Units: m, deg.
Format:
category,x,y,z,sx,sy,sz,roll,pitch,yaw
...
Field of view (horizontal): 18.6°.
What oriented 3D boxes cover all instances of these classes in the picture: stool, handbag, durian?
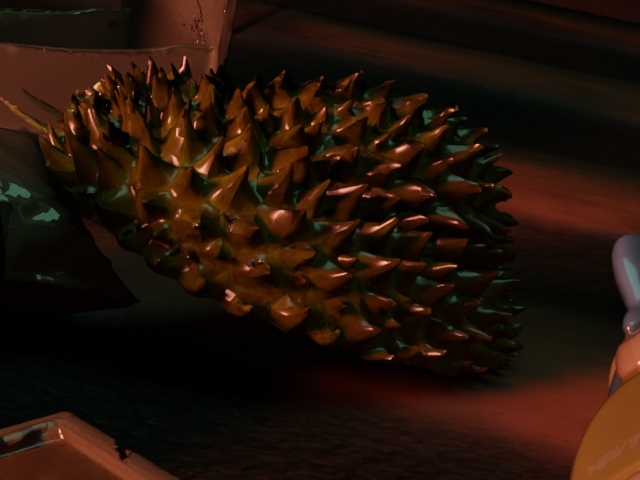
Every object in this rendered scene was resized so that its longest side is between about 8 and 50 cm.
category,x,y,z,sx,sy,sz,roll,pitch,yaw
stool,-0.201,-0.198,1.404,0.243,0.270,0.170,1,18,-34
handbag,-0.236,-0.014,1.029,0.270,0.117,0.182,7,24,-23
durian,0.000,0.000,1.105,0.352,0.158,0.169,17,-21,-42

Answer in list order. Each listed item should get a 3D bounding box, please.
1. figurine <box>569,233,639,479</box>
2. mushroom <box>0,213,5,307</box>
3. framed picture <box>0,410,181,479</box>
category,x,y,z,sx,sy,sz,roll,pitch,yaw
figurine,0.199,0.103,0.886,0.180,0.154,0.262,19,32,-3
mushroom,-0.244,0.010,0.854,0.138,0.194,0.231,-27,17,42
framed picture,-0.165,0.114,0.585,0.281,0.019,0.209,-15,16,-25
